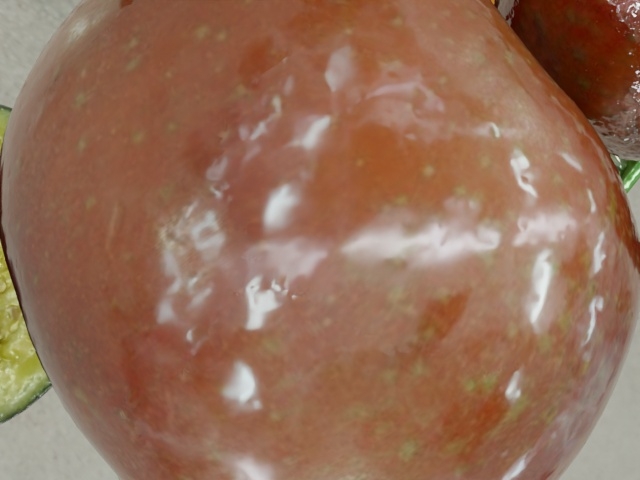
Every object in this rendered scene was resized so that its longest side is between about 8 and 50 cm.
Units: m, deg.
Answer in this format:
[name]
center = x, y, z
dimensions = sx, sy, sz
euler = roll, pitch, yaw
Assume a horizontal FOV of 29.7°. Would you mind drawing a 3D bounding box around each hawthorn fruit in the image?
[hawthorn fruit]
center = 0.171, -0.138, 0.658
dimensions = 0.162, 0.162, 0.203
euler = -44, 164, -9

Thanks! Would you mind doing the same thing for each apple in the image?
[apple]
center = 0.000, 0.000, 0.630
dimensions = 0.277, 0.348, 0.348
euler = -36, 131, 2

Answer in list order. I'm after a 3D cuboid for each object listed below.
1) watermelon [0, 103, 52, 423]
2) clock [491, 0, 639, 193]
[watermelon]
center = -0.354, 0.021, 1.180
dimensions = 0.330, 0.189, 0.331
euler = 1, 99, 5
[clock]
center = 0.138, -0.103, 1.022
dimensions = 0.255, 0.106, 0.220
euler = 39, 84, -5
